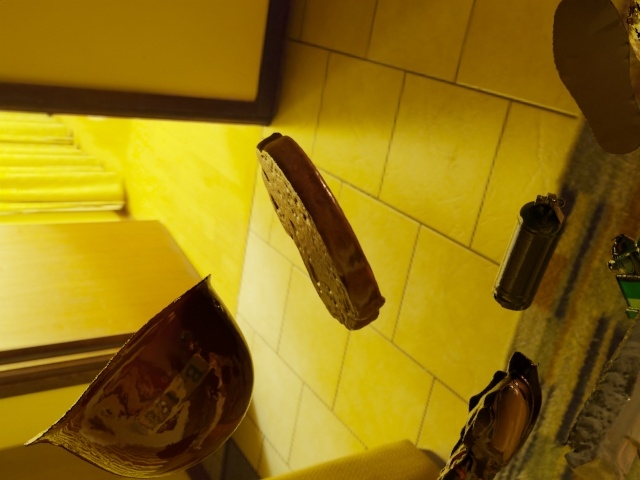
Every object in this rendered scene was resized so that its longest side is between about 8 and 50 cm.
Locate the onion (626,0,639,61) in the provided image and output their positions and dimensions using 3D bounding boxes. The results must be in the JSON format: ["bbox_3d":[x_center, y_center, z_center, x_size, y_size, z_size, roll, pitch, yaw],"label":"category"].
[{"bbox_3d":[0.485,-0.321,0.773,0.219,0.252,0.252,47,134,12],"label":"onion"}]

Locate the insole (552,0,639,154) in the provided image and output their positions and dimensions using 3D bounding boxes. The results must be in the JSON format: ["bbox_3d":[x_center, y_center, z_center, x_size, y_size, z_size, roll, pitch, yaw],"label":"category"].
[{"bbox_3d":[0.457,-0.261,1.023,0.111,0.328,0.007,-17,39,30],"label":"insole"}]

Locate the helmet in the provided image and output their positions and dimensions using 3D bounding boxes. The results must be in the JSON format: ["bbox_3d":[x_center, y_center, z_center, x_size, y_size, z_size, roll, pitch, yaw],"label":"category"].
[{"bbox_3d":[-0.248,0.259,1.029,0.230,0.385,0.337,44,161,-5],"label":"helmet"}]

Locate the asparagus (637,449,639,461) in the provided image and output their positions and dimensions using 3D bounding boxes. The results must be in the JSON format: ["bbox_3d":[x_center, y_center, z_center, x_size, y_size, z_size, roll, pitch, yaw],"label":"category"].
[{"bbox_3d":[0.935,0.628,1.841,0.016,0.013,0.166,-12,97,54],"label":"asparagus"}]

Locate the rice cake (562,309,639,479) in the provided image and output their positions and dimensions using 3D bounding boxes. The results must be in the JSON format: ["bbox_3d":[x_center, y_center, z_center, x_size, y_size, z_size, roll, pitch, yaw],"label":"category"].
[{"bbox_3d":[0.386,0.136,0.735,0.336,0.066,0.063,-54,17,-12],"label":"rice cake"}]

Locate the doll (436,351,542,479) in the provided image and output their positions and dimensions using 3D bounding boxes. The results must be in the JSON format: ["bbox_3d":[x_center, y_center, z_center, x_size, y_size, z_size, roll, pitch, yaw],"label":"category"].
[{"bbox_3d":[0.219,0.264,0.822,0.088,0.127,0.248,29,91,6],"label":"doll"}]

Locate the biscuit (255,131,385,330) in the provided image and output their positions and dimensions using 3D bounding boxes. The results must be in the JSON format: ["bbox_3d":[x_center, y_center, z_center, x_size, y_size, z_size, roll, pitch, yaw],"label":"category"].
[{"bbox_3d":[0.000,0.000,1.011,0.359,0.074,0.381,59,174,32],"label":"biscuit"}]

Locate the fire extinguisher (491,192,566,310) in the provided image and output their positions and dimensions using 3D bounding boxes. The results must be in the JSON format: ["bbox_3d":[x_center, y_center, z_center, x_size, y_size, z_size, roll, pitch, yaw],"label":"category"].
[{"bbox_3d":[0.441,0.015,1.314,0.095,0.114,0.311,21,131,17],"label":"fire extinguisher"}]

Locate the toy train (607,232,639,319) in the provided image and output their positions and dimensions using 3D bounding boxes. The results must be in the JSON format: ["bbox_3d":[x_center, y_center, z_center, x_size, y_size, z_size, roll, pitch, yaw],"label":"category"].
[{"bbox_3d":[0.772,0.044,1.351,0.120,0.301,0.202,173,74,-80],"label":"toy train"}]
